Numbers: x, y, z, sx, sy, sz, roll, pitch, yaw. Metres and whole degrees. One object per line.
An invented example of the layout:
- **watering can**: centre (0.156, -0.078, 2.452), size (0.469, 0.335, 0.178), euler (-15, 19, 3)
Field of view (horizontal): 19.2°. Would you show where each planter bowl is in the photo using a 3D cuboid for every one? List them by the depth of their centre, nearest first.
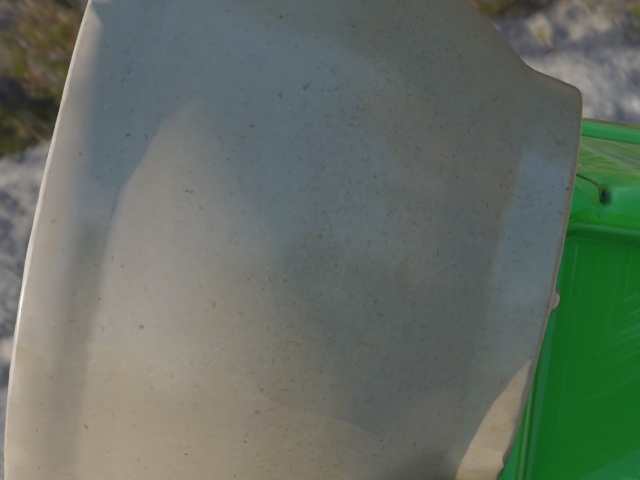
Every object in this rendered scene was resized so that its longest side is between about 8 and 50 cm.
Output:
- **planter bowl**: centre (0.000, 0.000, 0.449), size (0.109, 0.162, 0.162), euler (13, 69, 1)

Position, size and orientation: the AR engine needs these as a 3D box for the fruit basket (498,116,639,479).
- **fruit basket**: centre (0.104, 0.131, 0.798), size (0.283, 0.392, 0.392), euler (8, 63, -11)
